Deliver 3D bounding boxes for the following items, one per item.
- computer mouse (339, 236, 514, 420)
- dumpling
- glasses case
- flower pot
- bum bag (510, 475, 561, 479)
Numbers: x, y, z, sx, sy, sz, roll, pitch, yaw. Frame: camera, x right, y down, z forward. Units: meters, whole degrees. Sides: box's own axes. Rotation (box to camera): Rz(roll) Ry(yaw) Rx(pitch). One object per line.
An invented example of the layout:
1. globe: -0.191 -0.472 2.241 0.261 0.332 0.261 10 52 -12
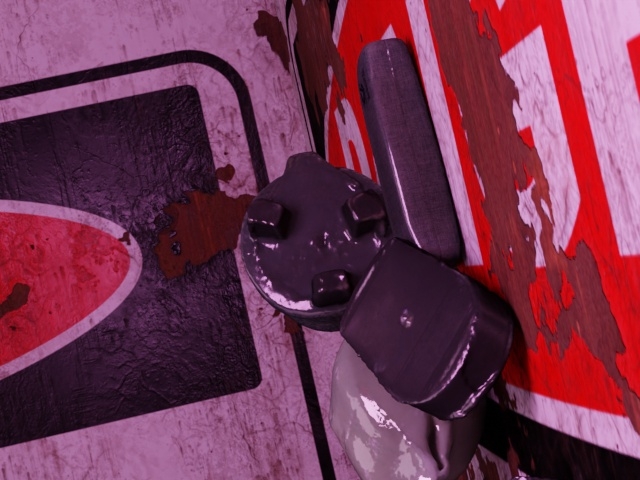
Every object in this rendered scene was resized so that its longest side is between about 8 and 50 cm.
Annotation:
1. computer mouse: 0.136 0.110 1.343 0.168 0.087 0.295 -60 33 6
2. dumpling: 0.124 0.236 1.491 0.320 0.212 0.270 -42 -56 -49
3. glasses case: 0.118 -0.111 1.503 0.131 0.074 0.323 109 148 -77
4. flower pot: 0.000 0.000 1.900 0.283 0.299 0.299 69 -173 -74
5. bum bag: 0.245 0.408 1.190 0.074 0.137 0.309 -3 -102 -51
